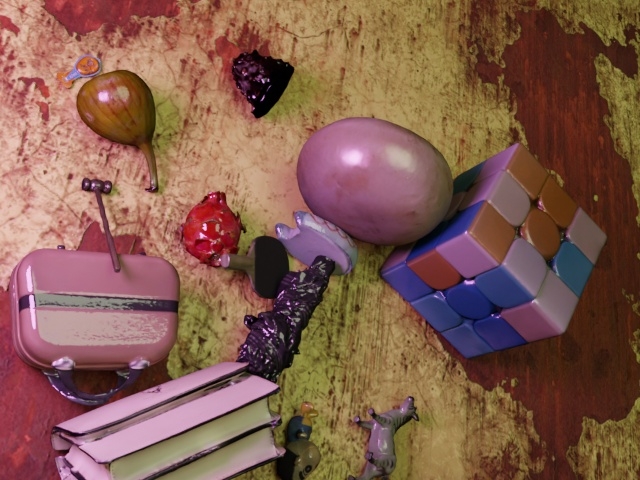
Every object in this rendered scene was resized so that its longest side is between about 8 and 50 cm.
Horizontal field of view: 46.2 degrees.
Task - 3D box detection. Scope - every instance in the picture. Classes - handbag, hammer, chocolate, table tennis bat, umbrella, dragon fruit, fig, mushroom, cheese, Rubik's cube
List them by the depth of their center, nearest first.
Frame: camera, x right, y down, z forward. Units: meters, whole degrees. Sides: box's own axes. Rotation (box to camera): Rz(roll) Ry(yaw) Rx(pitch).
[{"bbox_3d":[-0.269,0.344,1.349,0.359,0.237,0.160,-16,105,-37],"label":"handbag"},{"bbox_3d":[-0.412,0.160,1.385,0.302,0.149,0.283,7,70,-32],"label":"handbag"},{"bbox_3d":[-0.409,-0.033,1.436,0.058,0.029,0.292,4,35,-29],"label":"hammer"},{"bbox_3d":[-0.385,-0.228,1.554,0.151,0.151,0.259,-38,98,-37],"label":"fig"},{"bbox_3d":[-0.231,-0.022,1.586,0.136,0.133,0.165,33,54,-68],"label":"dragon fruit"},{"bbox_3d":[-0.072,0.147,1.597,0.128,0.154,0.336,17,61,20],"label":"umbrella"},{"bbox_3d":[-0.512,-0.361,1.598,0.047,0.017,0.111,47,54,-5],"label":"cheese"},{"bbox_3d":[-0.132,0.055,1.610,0.246,0.022,0.138,12,75,-60],"label":"table tennis bat"},{"bbox_3d":[0.130,-0.157,1.716,0.362,0.362,0.294,30,65,-20],"label":"mushroom"},{"bbox_3d":[-0.156,-0.386,1.781,0.133,0.156,0.156,35,55,6],"label":"chocolate"},{"bbox_3d":[0.422,0.034,1.845,0.344,0.346,0.347,45,54,-10],"label":"Rubik's cube"}]

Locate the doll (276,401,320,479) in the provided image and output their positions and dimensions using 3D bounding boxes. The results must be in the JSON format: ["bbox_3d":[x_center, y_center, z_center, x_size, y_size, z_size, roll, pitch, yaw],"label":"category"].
[{"bbox_3d":[-0.037,0.429,1.564,0.089,0.102,0.179,10,63,18],"label":"doll"}]

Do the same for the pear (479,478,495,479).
[{"bbox_3d":[0.346,0.702,1.525,0.362,0.362,0.418,2,57,-32],"label":"pear"}]

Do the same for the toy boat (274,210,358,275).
[{"bbox_3d":[0.000,0.000,1.717,0.208,0.134,0.078,34,47,-23],"label":"toy boat"}]

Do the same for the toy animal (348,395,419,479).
[{"bbox_3d":[0.146,0.447,1.681,0.176,0.073,0.216,28,62,-39],"label":"toy animal"}]
